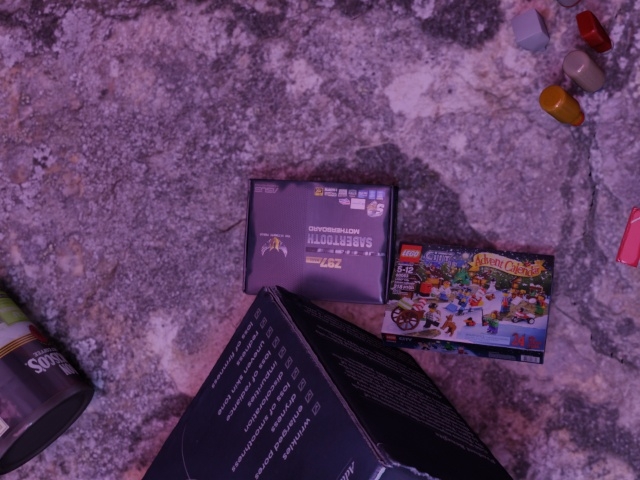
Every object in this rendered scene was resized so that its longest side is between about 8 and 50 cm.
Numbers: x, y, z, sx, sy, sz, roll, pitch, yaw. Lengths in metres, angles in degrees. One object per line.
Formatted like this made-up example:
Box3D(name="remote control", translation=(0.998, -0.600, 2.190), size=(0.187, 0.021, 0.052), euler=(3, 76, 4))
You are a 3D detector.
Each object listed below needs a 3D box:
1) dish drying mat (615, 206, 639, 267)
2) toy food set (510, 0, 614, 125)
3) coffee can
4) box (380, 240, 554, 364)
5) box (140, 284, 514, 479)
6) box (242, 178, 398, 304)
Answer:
Box3D(name="dish drying mat", translation=(0.457, -0.005, 1.481), size=(0.032, 0.008, 0.083), euler=(18, 95, 13))
Box3D(name="toy food set", translation=(0.355, -0.289, 1.475), size=(0.111, 0.104, 0.232), euler=(-23, 67, 27))
Box3D(name="coffee can", translation=(-0.532, 0.209, 1.643), size=(0.275, 0.201, 0.201), euler=(45, 101, 10))
Box3D(name="box", translation=(0.216, 0.088, 1.486), size=(0.233, 0.044, 0.159), euler=(5, 59, 14))
Box3D(name="box", translation=(-0.021, 0.395, 1.343), size=(0.297, 0.472, 0.480), euler=(28, 100, -25))
Box3D(name="box", translation=(0.000, 0.000, 1.574), size=(0.232, 0.059, 0.184), euler=(5, 93, 14))
